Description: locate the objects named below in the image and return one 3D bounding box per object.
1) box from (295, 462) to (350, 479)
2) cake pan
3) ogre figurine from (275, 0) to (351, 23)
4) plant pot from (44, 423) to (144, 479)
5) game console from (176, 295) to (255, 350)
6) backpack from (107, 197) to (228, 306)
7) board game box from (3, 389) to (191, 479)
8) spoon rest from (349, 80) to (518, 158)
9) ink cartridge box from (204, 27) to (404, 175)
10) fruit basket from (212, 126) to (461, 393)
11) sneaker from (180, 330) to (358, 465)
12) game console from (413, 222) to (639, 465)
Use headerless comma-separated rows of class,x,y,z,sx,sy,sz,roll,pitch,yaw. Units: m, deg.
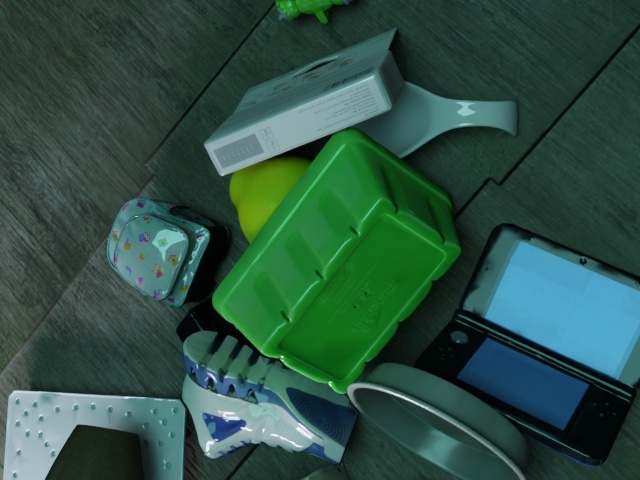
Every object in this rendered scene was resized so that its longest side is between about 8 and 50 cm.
box,-0.094,0.485,1.445,0.311,0.148,0.121,-31,77,20
cake pan,0.177,0.270,1.286,0.293,0.293,0.054,24,68,22
ogre figurine,-0.005,-0.433,1.477,0.197,0.097,0.118,-2,69,8
plant pot,-0.381,0.433,1.488,0.215,0.215,0.230,2,71,23
game console,-0.185,0.172,1.567,0.107,0.071,0.122,-31,75,-12
backpack,-0.281,0.014,1.545,0.188,0.144,0.166,28,104,24
board game box,-0.411,0.477,1.616,0.389,0.050,0.390,-1,83,23
spoon rest,0.167,-0.193,1.397,0.276,0.084,0.137,0,87,22
ink cartridge box,-0.013,-0.225,1.413,0.296,0.261,0.066,-19,112,21
fruit basket,0.000,0.000,1.406,0.392,0.283,0.392,-40,33,32
sneaker,-0.104,0.293,1.478,0.315,0.127,0.182,27,121,8
game console,0.322,0.138,1.278,0.293,0.250,0.173,24,124,22
